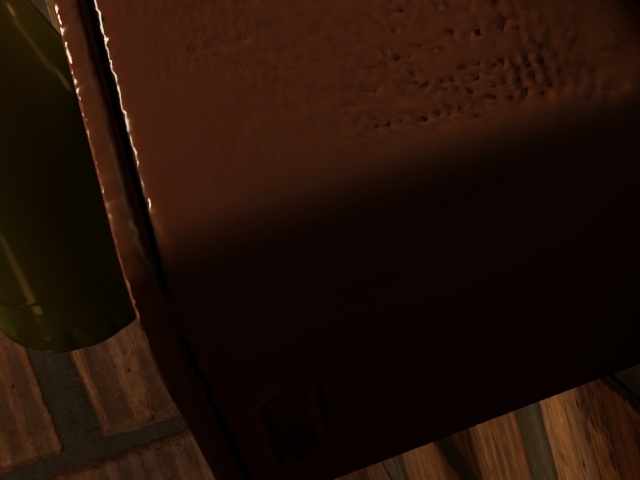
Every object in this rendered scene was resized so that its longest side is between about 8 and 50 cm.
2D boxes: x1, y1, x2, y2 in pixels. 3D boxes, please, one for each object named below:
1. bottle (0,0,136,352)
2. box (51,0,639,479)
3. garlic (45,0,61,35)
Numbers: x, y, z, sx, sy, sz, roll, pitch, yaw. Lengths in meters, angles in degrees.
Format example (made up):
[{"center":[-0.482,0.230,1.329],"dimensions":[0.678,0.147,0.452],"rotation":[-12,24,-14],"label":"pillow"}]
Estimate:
[{"center":[-0.175,-0.058,0.795],"dimensions":[0.112,0.112,0.260],"rotation":[-113,5,-49],"label":"bottle"},{"center":[0.006,-0.076,0.686],"dimensions":[0.239,0.229,0.339],"rotation":[81,171,-60],"label":"box"},{"center":[-0.065,-0.196,1.019],"dimensions":[0.317,0.259,0.317],"rotation":[26,133,32],"label":"garlic"}]
